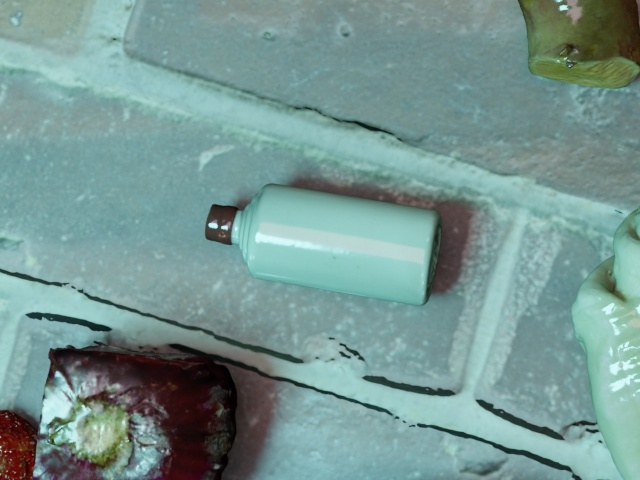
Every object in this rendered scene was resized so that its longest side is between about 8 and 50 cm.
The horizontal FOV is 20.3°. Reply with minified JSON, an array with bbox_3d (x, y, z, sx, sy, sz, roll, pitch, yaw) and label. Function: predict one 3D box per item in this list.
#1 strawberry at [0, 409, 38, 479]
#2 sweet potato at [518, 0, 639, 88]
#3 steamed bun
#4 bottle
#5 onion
[{"bbox_3d":[-0.347,0.228,1.904,0.106,0.106,0.106,-1,84,8],"label":"strawberry"},{"bbox_3d":[0.255,-0.325,1.857,0.131,0.131,0.336,-7,82,8],"label":"sweet potato"},{"bbox_3d":[0.433,0.094,1.724,0.339,0.247,0.352,-19,90,22],"label":"steamed bun"},{"bbox_3d":[0.000,0.000,1.872,0.245,0.104,0.104,9,86,9],"label":"bottle"},{"bbox_3d":[-0.192,0.212,1.827,0.207,0.216,0.206,6,88,2],"label":"onion"}]
